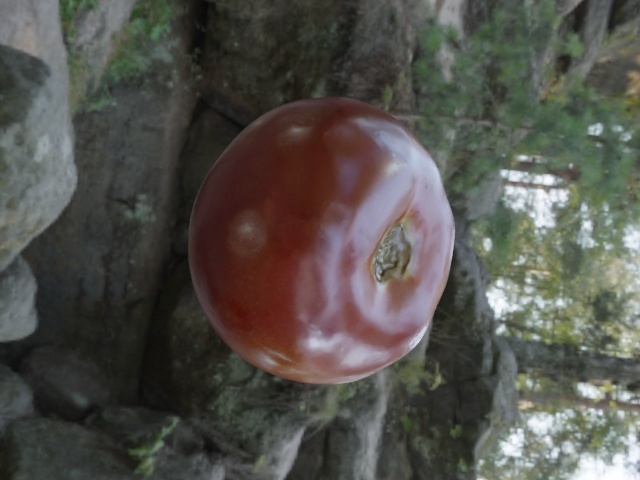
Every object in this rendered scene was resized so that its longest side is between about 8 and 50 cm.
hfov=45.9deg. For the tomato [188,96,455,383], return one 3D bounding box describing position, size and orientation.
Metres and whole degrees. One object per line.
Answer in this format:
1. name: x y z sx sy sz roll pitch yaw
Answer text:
1. tomato: 0.000 0.000 0.498 0.136 0.195 0.195 15 -77 40
